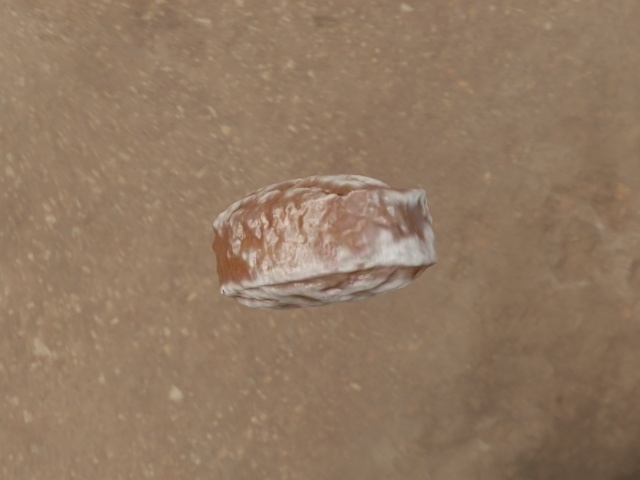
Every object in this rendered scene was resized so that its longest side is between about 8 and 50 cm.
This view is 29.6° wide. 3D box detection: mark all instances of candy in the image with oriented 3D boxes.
[{"bbox_3d":[0.000,0.000,1.456,0.214,0.289,0.157,-4,84,-53],"label":"candy"}]
